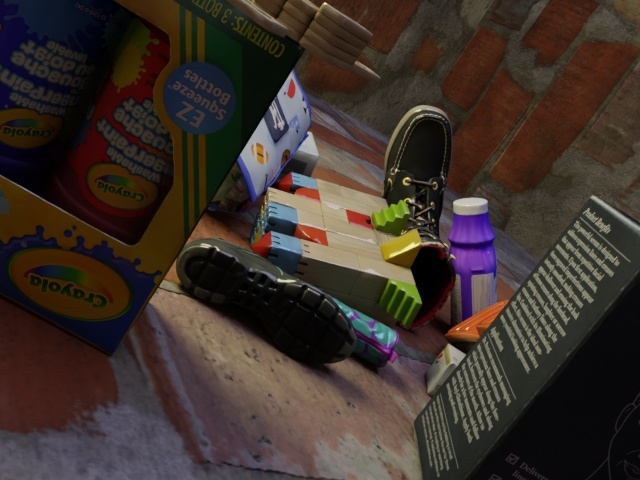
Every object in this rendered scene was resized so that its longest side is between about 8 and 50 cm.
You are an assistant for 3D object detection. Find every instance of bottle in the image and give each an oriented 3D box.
[{"bbox_3d":[0.302,0.059,1.387,0.092,0.282,0.118,-4,15,3],"label":"bottle"}]

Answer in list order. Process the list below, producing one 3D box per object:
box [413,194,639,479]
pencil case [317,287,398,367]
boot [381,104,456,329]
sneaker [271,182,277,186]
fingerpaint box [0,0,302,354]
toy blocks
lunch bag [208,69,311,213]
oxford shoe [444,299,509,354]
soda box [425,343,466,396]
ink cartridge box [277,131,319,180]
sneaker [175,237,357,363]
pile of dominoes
[{"bbox_3d":[0.345,0.200,0.828,0.294,0.395,0.212,32,17,-8],"label":"box"},{"bbox_3d":[0.042,0.132,1.042,0.152,0.064,0.070,29,1,-13],"label":"pencil case"},{"bbox_3d":[0.187,-0.042,1.333,0.138,0.377,0.284,12,26,-9],"label":"boot"},{"bbox_3d":[-0.121,-0.130,1.538,0.069,0.038,0.098,24,19,-29],"label":"sneaker"},{"bbox_3d":[-0.295,-0.160,0.687,0.445,0.371,0.163,32,17,-9],"label":"fingerpaint box"},{"bbox_3d":[0.000,0.000,1.198,0.261,0.190,0.381,16,28,-14],"label":"toy blocks"},{"bbox_3d":[-0.211,-0.258,1.267,0.385,0.239,0.327,40,40,-8],"label":"lunch bag"},{"bbox_3d":[0.304,0.181,1.163,0.132,0.130,0.363,60,-5,5],"label":"oxford shoe"},{"bbox_3d":[0.275,0.258,1.115,0.216,0.069,0.074,32,16,-4],"label":"soda box"},{"bbox_3d":[-0.179,-0.281,1.614,0.308,0.091,0.385,15,28,-17],"label":"ink cartridge box"},{"bbox_3d":[-0.064,0.070,0.958,0.267,0.101,0.106,33,14,-3],"label":"sneaker"},{"bbox_3d":[-0.061,-0.234,0.620,0.251,0.040,0.196,41,19,19],"label":"pile of dominoes"}]
